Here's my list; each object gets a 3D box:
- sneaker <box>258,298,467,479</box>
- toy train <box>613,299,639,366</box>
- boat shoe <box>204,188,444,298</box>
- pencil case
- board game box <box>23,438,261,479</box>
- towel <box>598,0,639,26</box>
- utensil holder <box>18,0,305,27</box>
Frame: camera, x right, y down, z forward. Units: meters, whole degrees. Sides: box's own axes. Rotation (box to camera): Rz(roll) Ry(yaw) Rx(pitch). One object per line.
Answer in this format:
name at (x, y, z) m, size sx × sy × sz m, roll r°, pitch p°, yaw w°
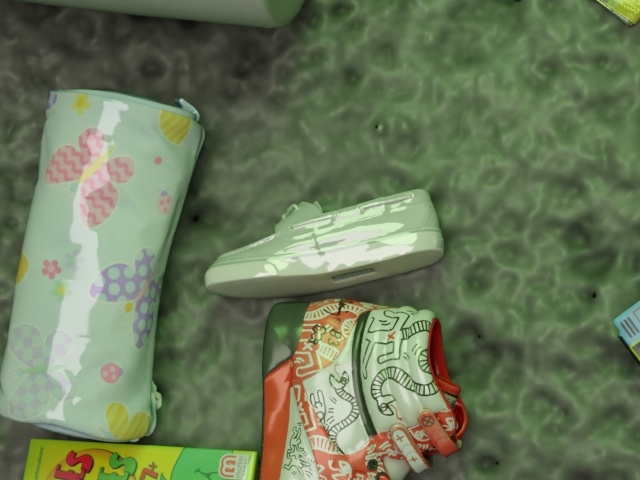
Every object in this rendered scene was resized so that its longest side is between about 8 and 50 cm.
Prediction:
sneaker at (0.033, 0.178, 1.367) m, size 0.145 × 0.090 × 0.270 m, roll -1°, pitch 84°, yaw 14°
toy train at (0.297, 0.094, 1.326) m, size 0.105 × 0.080 × 0.184 m, roll -38°, pitch 83°, yaw 17°
boat shoe at (0.000, 0.000, 1.399) m, size 0.184 × 0.066 × 0.063 m, roll -13°, pitch 70°, yaw 13°
pencil case at (-0.168, 0.018, 1.406) m, size 0.124 × 0.113 × 0.273 m, roll 9°, pitch 89°, yaw 2°
board game box at (-0.138, 0.206, 1.409) m, size 0.181 × 0.043 × 0.092 m, roll 2°, pitch 66°, yaw 12°
towel at (0.236, -0.208, 1.385) m, size 0.060 × 0.009 × 0.083 m, roll 41°, pitch 96°, yaw 12°
utensil holder at (-0.194, -0.323, 1.324) m, size 0.385 × 0.327 × 0.327 m, roll 10°, pitch 89°, yaw 10°
